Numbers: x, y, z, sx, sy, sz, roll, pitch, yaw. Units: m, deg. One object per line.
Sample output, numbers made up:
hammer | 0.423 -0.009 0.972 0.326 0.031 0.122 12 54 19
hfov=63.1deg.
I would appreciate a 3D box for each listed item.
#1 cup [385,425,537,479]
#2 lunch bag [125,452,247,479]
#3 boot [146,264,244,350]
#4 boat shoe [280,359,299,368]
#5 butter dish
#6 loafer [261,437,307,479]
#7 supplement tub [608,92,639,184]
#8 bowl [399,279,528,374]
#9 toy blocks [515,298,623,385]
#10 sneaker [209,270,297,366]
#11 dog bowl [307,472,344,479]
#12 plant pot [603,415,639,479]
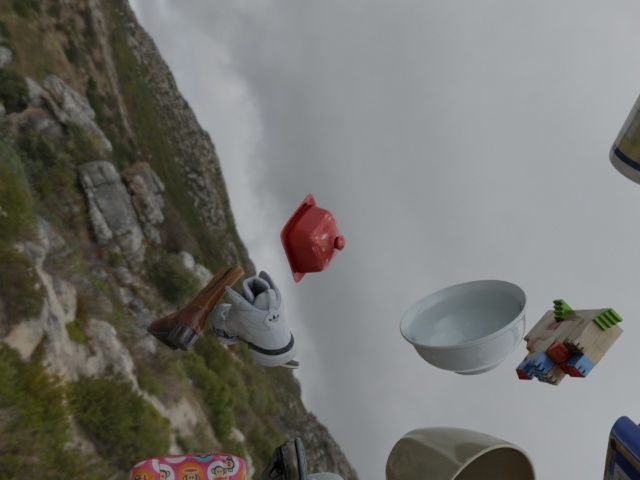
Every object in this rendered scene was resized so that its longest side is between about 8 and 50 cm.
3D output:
cup | 0.284 0.562 1.187 0.237 0.331 0.331 18 -52 58
lunch bag | -0.349 0.641 1.312 0.258 0.293 0.120 -57 -145 36
boot | -0.372 0.180 1.533 0.096 0.280 0.264 43 -28 -18
boat shoe | -0.131 0.337 1.536 0.056 0.152 0.049 42 65 -78
butter dish | 0.000 0.000 1.175 0.118 0.160 0.160 8 -47 27
loafer | -0.071 0.441 0.937 0.267 0.084 0.096 95 -13 -46
supplement tub | 0.808 -0.278 1.131 0.228 0.228 0.316 -124 -146 -43
bowl | 0.344 0.217 1.211 0.134 0.298 0.298 69 -13 -15
toy blocks | 0.764 0.347 1.672 0.191 0.261 0.381 46 -12 1
sneaker | -0.200 0.182 1.405 0.366 0.137 0.210 16 -59 50
dog bowl | -0.049 0.779 1.437 0.102 0.349 0.348 -126 -159 -46
plant pot | 0.604 0.422 0.846 0.236 0.212 0.236 -97 -175 -76
